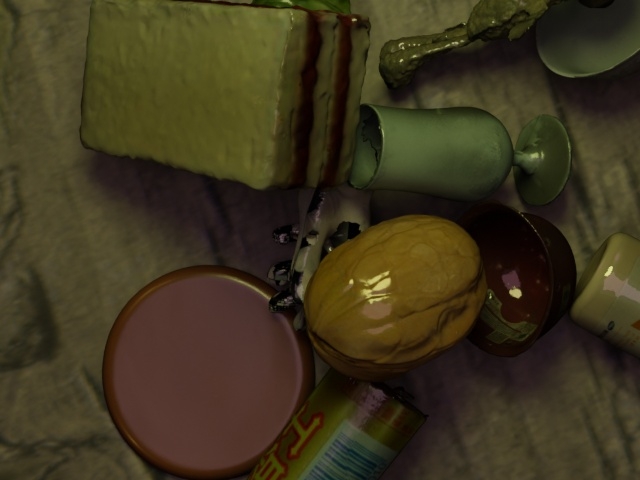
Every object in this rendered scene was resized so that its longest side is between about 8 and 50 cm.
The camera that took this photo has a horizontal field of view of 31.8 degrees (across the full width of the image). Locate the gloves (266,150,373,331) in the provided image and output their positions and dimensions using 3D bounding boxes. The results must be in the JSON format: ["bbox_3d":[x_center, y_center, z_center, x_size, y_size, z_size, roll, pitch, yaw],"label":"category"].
[{"bbox_3d":[0.008,-0.001,1.228,0.111,0.127,0.212,-1,107,-19],"label":"gloves"}]

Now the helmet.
[{"bbox_3d":[0.215,0.028,1.200,0.155,0.106,0.175,32,130,41],"label":"helmet"}]

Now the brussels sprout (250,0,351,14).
[{"bbox_3d":[-0.026,-0.206,1.255,0.139,0.100,0.180,12,78,-5],"label":"brussels sprout"}]

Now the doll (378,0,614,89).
[{"bbox_3d":[0.197,-0.241,1.186,0.286,0.202,0.091,-31,102,1],"label":"doll"}]

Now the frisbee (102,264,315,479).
[{"bbox_3d":[-0.131,0.153,1.289,0.251,0.021,0.250,0,87,7],"label":"frisbee"}]

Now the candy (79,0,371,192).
[{"bbox_3d":[-0.105,-0.158,1.162,0.321,0.135,0.179,14,103,41],"label":"candy"}]

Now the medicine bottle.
[{"bbox_3d":[0.396,0.094,1.187,0.252,0.114,0.114,29,91,5],"label":"medicine bottle"}]

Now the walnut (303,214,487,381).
[{"bbox_3d":[0.077,0.056,1.135,0.207,0.159,0.159,-30,85,-26],"label":"walnut"}]

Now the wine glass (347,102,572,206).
[{"bbox_3d":[0.141,-0.091,1.173,0.231,0.103,0.103,2,88,-26],"label":"wine glass"}]

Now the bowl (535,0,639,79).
[{"bbox_3d":[0.331,-0.240,1.205,0.086,0.189,0.189,29,92,-36],"label":"bowl"}]

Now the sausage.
[{"bbox_3d":[-0.021,0.271,1.227,0.117,0.125,0.317,39,96,5],"label":"sausage"}]
